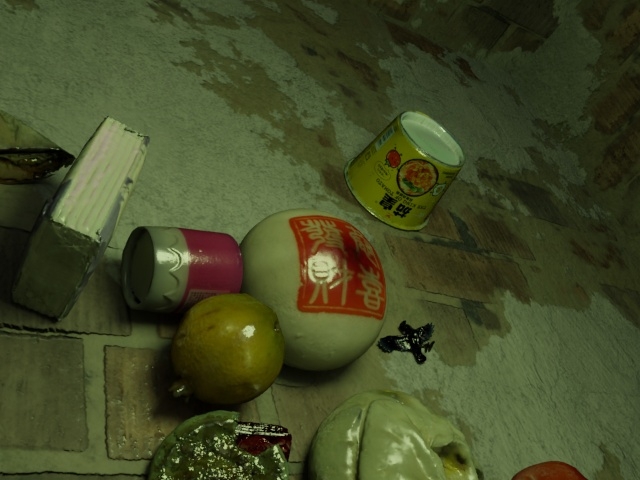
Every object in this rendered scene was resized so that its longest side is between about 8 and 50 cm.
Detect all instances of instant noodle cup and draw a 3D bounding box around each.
[{"bbox_3d":[0.274,-0.229,2.079,0.326,0.254,0.325,23,38,-19],"label":"instant noodle cup"}]

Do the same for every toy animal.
[{"bbox_3d":[0.235,0.252,1.702,0.220,0.062,0.108,-11,41,-45],"label":"toy animal"}]

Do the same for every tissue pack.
[{"bbox_3d":[-0.445,-0.051,1.277,0.125,0.242,0.343,26,37,-15],"label":"tissue pack"}]

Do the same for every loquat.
[{"bbox_3d":[-0.186,0.215,1.257,0.213,0.213,0.246,46,54,9],"label":"loquat"}]

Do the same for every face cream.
[{"bbox_3d":[-0.280,0.061,1.353,0.195,0.175,0.175,5,48,-37],"label":"face cream"}]

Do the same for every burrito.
[{"bbox_3d":[-0.696,-0.216,1.361,0.348,0.107,0.175,35,51,-1],"label":"burrito"}]

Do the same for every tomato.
[{"bbox_3d":[0.510,0.591,1.452,0.232,0.188,0.232,22,38,-18],"label":"tomato"}]

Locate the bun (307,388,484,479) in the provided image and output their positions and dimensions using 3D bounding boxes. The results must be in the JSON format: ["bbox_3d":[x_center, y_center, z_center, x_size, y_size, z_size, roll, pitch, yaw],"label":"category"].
[{"bbox_3d":[0.160,0.440,1.289,0.365,0.219,0.365,25,34,-18],"label":"bun"}]

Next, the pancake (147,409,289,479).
[{"bbox_3d":[-0.172,0.409,1.126,0.254,0.037,0.253,7,53,-10],"label":"pancake"}]

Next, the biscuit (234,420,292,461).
[{"bbox_3d":[-0.114,0.427,1.199,0.152,0.063,0.235,8,49,-18],"label":"biscuit"}]

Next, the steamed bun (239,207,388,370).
[{"bbox_3d":[0.001,0.091,1.471,0.375,0.241,0.374,27,46,-33],"label":"steamed bun"}]
